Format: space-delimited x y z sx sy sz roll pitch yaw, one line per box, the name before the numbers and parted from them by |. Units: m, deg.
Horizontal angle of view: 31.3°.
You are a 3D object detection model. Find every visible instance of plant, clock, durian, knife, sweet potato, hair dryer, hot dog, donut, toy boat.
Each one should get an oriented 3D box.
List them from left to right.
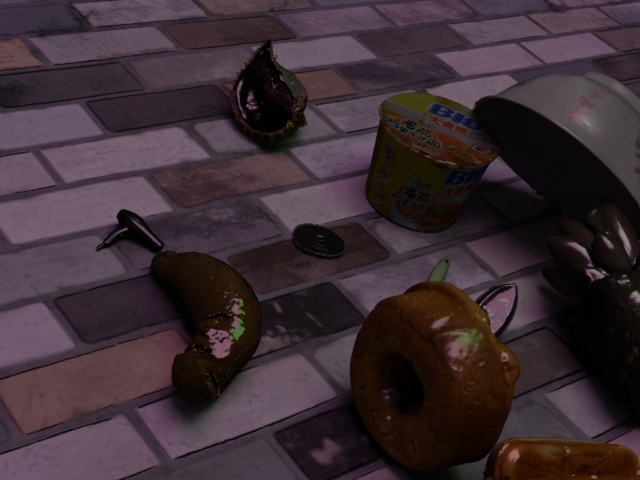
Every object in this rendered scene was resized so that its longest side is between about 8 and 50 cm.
hair dryer | -0.265 0.000 1.559 0.079 0.031 0.083 41 53 14
sweet potato | -0.135 0.100 1.422 0.124 0.098 0.310 -1 36 -15
durian | -0.077 -0.220 1.901 0.108 0.119 0.186 36 24 -55
clock | 0.000 0.000 1.690 0.083 0.010 0.074 12 35 -10
donut | 0.130 0.163 1.360 0.114 0.226 0.226 -10 45 -35
knife | 0.160 0.078 1.660 0.030 0.014 0.207 25 37 9
toy boat | 0.235 0.111 1.610 0.059 0.066 0.140 38 66 7
hot dog | 0.284 0.288 1.377 0.249 0.076 0.102 5 65 -31
plant | 0.435 0.096 1.626 0.194 0.181 0.320 0 38 -17

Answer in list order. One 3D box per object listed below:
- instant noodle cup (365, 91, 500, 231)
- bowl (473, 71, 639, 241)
instant noodle cup | 0.163 -0.120 1.808 0.205 0.153 0.205 14 35 -11
bowl | 0.423 -0.164 1.813 0.345 0.345 0.157 37 83 24
